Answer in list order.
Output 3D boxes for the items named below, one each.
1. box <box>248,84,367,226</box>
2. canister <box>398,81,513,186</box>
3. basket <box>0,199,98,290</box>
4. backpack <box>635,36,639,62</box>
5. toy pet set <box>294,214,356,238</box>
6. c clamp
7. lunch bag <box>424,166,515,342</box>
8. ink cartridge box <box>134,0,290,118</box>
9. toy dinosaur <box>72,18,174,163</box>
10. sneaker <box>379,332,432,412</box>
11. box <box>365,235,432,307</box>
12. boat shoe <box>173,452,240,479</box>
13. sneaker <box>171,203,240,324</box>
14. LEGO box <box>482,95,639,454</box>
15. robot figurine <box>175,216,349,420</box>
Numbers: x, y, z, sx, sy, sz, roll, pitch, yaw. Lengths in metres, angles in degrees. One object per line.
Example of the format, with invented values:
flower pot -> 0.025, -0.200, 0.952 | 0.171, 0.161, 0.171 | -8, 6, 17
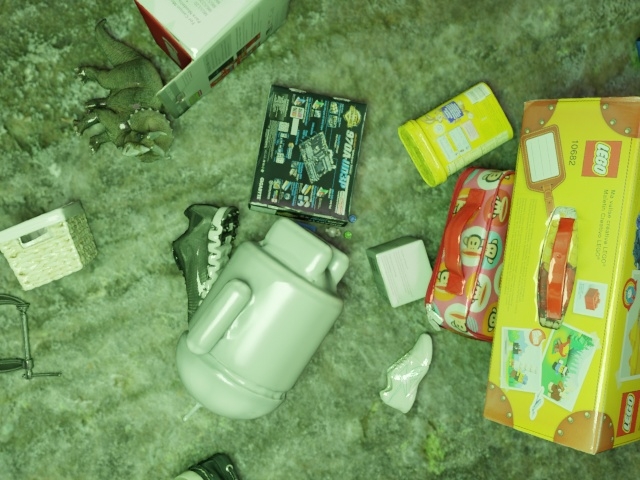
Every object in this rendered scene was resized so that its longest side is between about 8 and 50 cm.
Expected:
box -> -0.022, -0.147, 1.237 | 0.175, 0.051, 0.220 | 10, 80, -6
canister -> 0.243, -0.191, 1.273 | 0.170, 0.073, 0.126 | -31, 95, -6
basket -> -0.438, 0.006, 1.161 | 0.113, 0.167, 0.103 | -22, 101, -5
backpack -> 0.649, -0.347, 1.299 | 0.120, 0.098, 0.101 | -14, 97, -6
toy pet set -> 0.000, 0.000, 1.257 | 0.114, 0.065, 0.122 | 15, 90, -7
c clamp -> -0.530, 0.167, 1.230 | 0.137, 0.022, 0.160 | -9, 95, -1
lunch bag -> 0.292, 0.028, 1.209 | 0.258, 0.120, 0.292 | 19, 86, -42
ink cartridge box -> -0.181, -0.337, 1.099 | 0.272, 0.309, 0.130 | -44, 96, -3
toy dinosaur -> -0.323, -0.233, 1.191 | 0.161, 0.121, 0.313 | -9, 60, 1
sneaker -> 0.158, 0.236, 1.291 | 0.061, 0.054, 0.152 | 23, 90, -4
box -> 0.142, 0.053, 1.257 | 0.087, 0.101, 0.101 | -19, 97, -6
boat shoe -> -0.124, 0.526, 1.246 | 0.340, 0.127, 0.113 | 54, 43, 1
sneaker -> -0.211, 0.040, 1.233 | 0.106, 0.078, 0.234 | 18, 106, 17
LEGO box -> 0.473, 0.052, 1.161 | 0.373, 0.193, 0.499 | 5, 93, -44
robot figurine -> -0.099, 0.140, 1.152 | 0.200, 0.300, 0.353 | 34, 92, 30
